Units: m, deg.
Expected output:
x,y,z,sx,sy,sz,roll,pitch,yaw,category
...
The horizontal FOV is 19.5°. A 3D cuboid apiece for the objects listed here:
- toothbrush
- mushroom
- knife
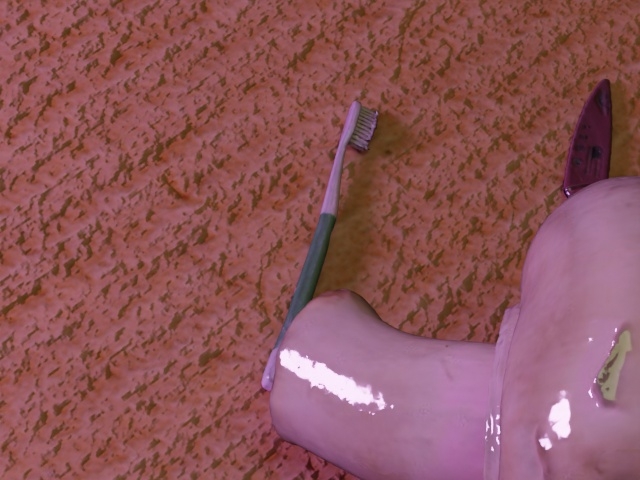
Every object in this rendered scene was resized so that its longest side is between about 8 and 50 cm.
x,y,z,sx,sy,sz,roll,pitch,yaw,category
0.000,0.000,1.340,0.024,0.018,0.257,25,56,-8,toothbrush
0.180,0.112,1.178,0.315,0.356,0.315,-7,105,-27,mushroom
0.200,-0.030,1.416,0.035,0.018,0.247,14,54,-3,knife
